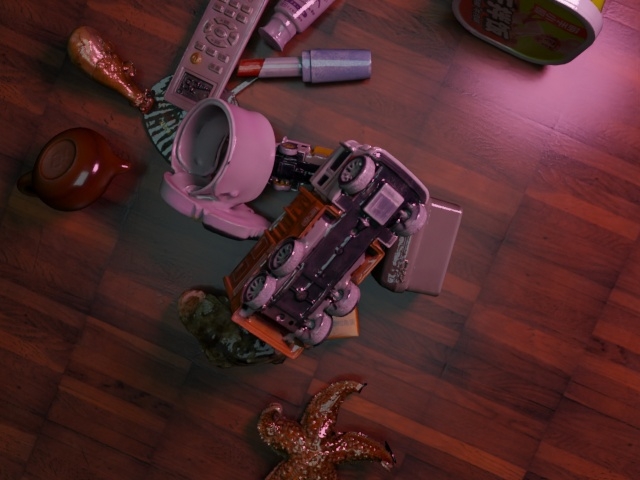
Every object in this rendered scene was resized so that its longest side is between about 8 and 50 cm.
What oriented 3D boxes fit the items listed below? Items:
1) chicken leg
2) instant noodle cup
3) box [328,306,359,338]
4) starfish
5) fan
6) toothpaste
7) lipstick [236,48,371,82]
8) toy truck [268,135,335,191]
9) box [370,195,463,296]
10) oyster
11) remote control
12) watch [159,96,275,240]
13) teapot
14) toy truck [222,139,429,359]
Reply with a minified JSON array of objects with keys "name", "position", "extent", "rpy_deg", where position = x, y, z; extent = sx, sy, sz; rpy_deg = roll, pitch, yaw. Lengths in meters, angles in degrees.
[{"name":"chicken leg","position":[-0.426,-0.346,1.337],"extent":[0.085,0.101,0.207],"rpy_deg":[-44,107,7]},{"name":"instant noodle cup","position":[0.434,-0.537,1.214],"extent":[0.294,0.294,0.307],"rpy_deg":[27,87,0]},{"name":"box","position":[-0.003,0.084,1.353],"extent":[0.152,0.070,0.237],"rpy_deg":[-6,92,3]},{"name":"starfish","position":[0.004,0.452,1.357],"extent":[0.304,0.113,0.311],"rpy_deg":[-5,90,3]},{"name":"fan","position":[-0.254,-0.286,1.369],"extent":[0.223,0.012,0.294],"rpy_deg":[26,94,2]},{"name":"toothpaste","position":[-0.005,-0.514,1.321],"extent":[0.114,0.073,0.299],"rpy_deg":[40,86,-1]},{"name":"lipstick","position":[-0.035,-0.354,1.328],"extent":[0.274,0.061,0.068],"rpy_deg":[-1,117,1]},{"name":"toy truck","position":[0.010,-0.139,1.318],"extent":[0.227,0.114,0.098],"rpy_deg":[14,115,2]},{"name":"box","position":[0.190,0.004,1.304],"extent":[0.129,0.148,0.210],"rpy_deg":[14,96,-7]},{"name":"oyster","position":[-0.153,0.176,1.320],"extent":[0.295,0.094,0.166],"rpy_deg":[-4,86,14]},{"name":"remote control","position":[-0.202,-0.403,1.336],"extent":[0.109,0.055,0.312],"rpy_deg":[28,94,10]},{"name":"watch","position":[-0.171,-0.140,1.265],"extent":[0.244,0.196,0.231],"rpy_deg":[39,106,40]},{"name":"teapot","position":[-0.508,-0.129,1.339],"extent":[0.252,0.135,0.178],"rpy_deg":[-15,58,21]},{"name":"toy truck","position":[0.000,0.000,1.183],"extent":[0.173,0.207,0.387],"rpy_deg":[39,95,-29]}]
